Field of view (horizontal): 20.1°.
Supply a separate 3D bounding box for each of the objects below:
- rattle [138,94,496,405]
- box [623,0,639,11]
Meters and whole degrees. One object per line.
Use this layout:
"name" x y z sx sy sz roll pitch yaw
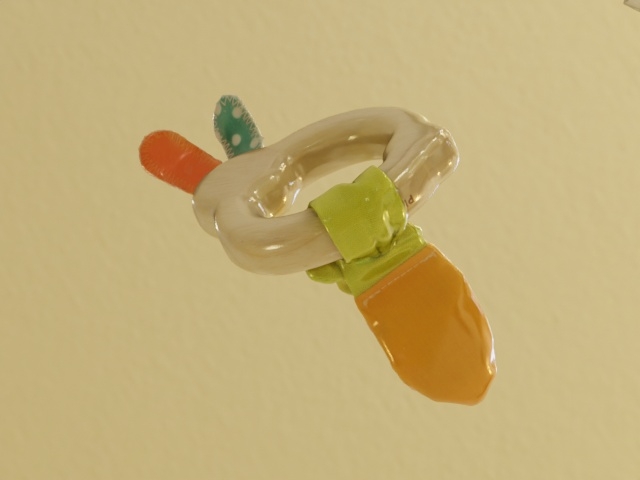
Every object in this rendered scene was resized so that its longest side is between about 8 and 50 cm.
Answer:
"rattle" 0.000 0.000 0.974 0.199 0.143 0.130 0 -127 47
"box" 0.314 -0.290 1.428 0.183 0.056 0.231 -54 164 -85
